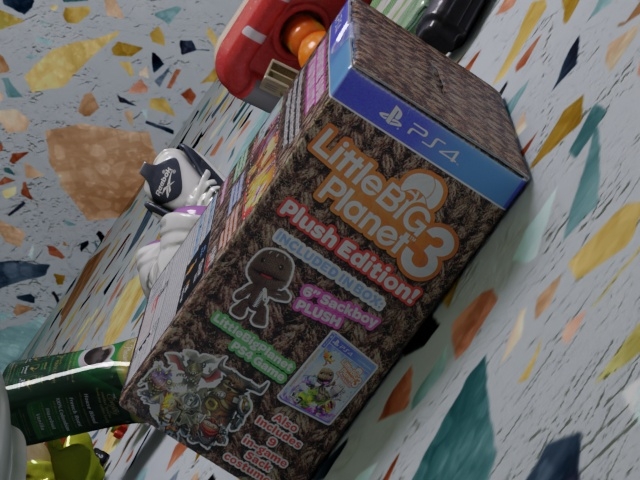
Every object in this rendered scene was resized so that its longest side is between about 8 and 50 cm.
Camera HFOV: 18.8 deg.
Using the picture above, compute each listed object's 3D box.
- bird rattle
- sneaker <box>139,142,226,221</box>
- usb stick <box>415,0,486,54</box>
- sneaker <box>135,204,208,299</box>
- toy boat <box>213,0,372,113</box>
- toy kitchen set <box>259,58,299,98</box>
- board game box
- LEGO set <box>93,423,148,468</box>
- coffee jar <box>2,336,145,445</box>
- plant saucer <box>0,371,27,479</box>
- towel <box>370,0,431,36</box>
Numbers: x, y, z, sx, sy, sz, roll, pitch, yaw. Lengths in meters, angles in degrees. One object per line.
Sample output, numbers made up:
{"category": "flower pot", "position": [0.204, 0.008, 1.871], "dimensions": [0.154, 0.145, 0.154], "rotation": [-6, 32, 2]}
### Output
{"category": "bird rattle", "position": [-0.354, 0.293, 2.099], "dimensions": [0.253, 0.207, 0.143], "rotation": [-49, -10, -5]}
{"category": "sneaker", "position": [-0.132, -0.036, 2.115], "dimensions": [0.094, 0.153, 0.235], "rotation": [-58, 9, 10]}
{"category": "usb stick", "position": [0.164, -0.289, 1.768], "dimensions": [0.278, 0.045, 0.077], "rotation": [-61, 11, -19]}
{"category": "sneaker", "position": [-0.130, 0.065, 1.904], "dimensions": [0.305, 0.114, 0.152], "rotation": [111, 163, -76]}
{"category": "toy boat", "position": [-0.015, -0.247, 2.344], "dimensions": [0.231, 0.151, 0.151], "rotation": [-56, 40, 14]}
{"category": "toy kitchen set", "position": [-0.018, -0.167, 2.024], "dimensions": [0.083, 0.075, 0.068], "rotation": [-57, 10, 51]}
{"category": "board game box", "position": [0.000, 0.000, 1.382], "dimensions": [0.291, 0.141, 0.232], "rotation": [-55, 10, 16]}
{"category": "LEGO set", "position": [-0.191, 0.154, 2.202], "dimensions": [0.244, 0.060, 0.182], "rotation": [-61, -2, -25]}
{"category": "coffee jar", "position": [-0.237, 0.155, 2.010], "dimensions": [0.184, 0.079, 0.096], "rotation": [-12, 23, 8]}
{"category": "plant saucer", "position": [-0.368, 0.278, 1.901], "dimensions": [0.400, 0.100, 0.400], "rotation": [-165, 90, -73]}
{"category": "towel", "position": [0.097, -0.259, 2.046], "dimensions": [0.248, 0.038, 0.325], "rotation": [-51, 14, 41]}
